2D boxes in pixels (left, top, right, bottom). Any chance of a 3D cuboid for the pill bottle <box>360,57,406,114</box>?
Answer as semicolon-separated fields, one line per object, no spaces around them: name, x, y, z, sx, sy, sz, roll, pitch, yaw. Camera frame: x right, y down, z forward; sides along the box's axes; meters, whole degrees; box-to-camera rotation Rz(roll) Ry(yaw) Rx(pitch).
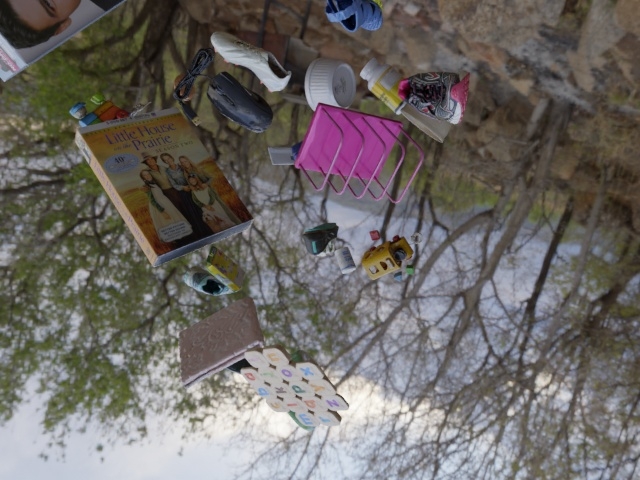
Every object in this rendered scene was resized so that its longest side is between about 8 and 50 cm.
pill bottle;0.220;-0.505;1.796;0.184;0.103;0.103;42;-165;2

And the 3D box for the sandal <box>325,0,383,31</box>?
sandal;0.095;-0.703;1.695;0.126;0.138;0.317;-2;178;33

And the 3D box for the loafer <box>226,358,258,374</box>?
loafer;-0.336;0.490;2.201;0.268;0.096;0.084;35;144;-18

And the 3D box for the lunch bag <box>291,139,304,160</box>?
lunch bag;-0.053;-0.303;1.925;0.099;0.067;0.065;-29;-133;2

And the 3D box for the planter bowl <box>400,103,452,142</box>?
planter bowl;0.337;-0.386;1.665;0.162;0.109;0.162;37;-170;-8

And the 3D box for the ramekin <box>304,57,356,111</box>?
ramekin;0.045;-0.575;2.059;0.109;0.207;0.207;10;-170;34

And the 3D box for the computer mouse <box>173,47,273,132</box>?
computer mouse;-0.267;-0.354;1.452;0.262;0.184;0.060;43;-158;-9

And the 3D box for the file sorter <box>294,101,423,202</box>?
file sorter;0.114;-0.236;1.577;0.291;0.202;0.182;5;-145;-31

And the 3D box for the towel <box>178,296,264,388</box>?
towel;-0.362;0.358;1.994;0.317;0.053;0.332;-29;-153;-2

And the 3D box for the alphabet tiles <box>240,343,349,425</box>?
alphabet tiles;-0.068;0.371;1.401;0.278;0.284;0.021;-18;-154;41

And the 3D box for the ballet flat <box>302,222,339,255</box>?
ballet flat;0.000;0.000;1.777;0.095;0.096;0.280;-7;-175;15

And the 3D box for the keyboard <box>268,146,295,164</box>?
keyboard;-0.116;-0.347;2.264;0.014;0.072;0.256;-10;-179;40

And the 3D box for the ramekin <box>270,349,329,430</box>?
ramekin;-0.061;0.578;2.175;0.303;0.148;0.303;54;-176;-5

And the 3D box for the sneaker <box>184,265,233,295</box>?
sneaker;-0.440;0.197;2.346;0.122;0.110;0.283;32;-169;39

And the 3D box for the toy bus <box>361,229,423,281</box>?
toy bus;0.248;0.062;1.967;0.191;0.202;0.104;15;-149;8

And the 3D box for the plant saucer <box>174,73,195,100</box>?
plant saucer;-0.439;-0.498;1.794;0.013;0.083;0.083;-1;-177;34

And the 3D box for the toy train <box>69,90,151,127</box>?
toy train;-0.729;-0.461;1.916;0.143;0.248;0.105;48;153;-15

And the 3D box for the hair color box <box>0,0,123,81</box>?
hair color box;-0.517;-0.492;1.062;0.114;0.185;0.374;-6;-140;41

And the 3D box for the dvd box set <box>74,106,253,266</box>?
dvd box set;-0.415;-0.161;1.490;0.308;0.062;0.420;-24;-107;-39

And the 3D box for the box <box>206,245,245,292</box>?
box;-0.376;0.110;2.151;0.179;0.043;0.105;47;-152;-26

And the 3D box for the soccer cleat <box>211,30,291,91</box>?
soccer cleat;-0.153;-0.415;1.248;0.196;0.068;0.076;33;146;-20

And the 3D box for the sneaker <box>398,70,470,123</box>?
sneaker;0.272;-0.347;1.328;0.112;0.120;0.299;7;-168;-9

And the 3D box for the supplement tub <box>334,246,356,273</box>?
supplement tub;0.112;0.089;2.481;0.071;0.107;0.071;-20;167;-5
